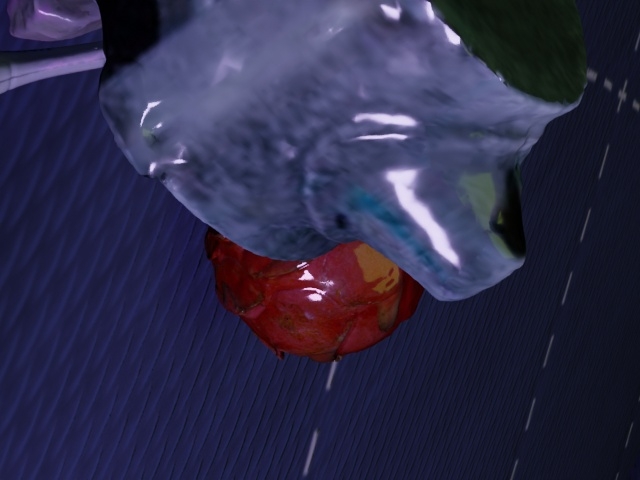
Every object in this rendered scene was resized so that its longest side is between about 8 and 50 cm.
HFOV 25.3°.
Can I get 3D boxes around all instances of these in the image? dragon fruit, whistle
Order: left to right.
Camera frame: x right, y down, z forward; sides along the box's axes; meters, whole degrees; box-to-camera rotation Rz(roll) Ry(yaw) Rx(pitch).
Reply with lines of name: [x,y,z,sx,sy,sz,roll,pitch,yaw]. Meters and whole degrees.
whistle: [-0.037,-0.154,0.673,0.405,0.168,0.188,46,34,-20]
dragon fruit: [0.000,0.000,1.063,0.172,0.172,0.209,-57,137,-30]

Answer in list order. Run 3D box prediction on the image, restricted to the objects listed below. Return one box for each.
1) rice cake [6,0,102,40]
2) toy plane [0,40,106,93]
rice cake: [-0.023,-0.210,0.884,0.399,0.070,0.064,-29,98,-33]
toy plane: [-0.176,-0.068,0.678,0.273,0.107,0.182,7,108,-44]
